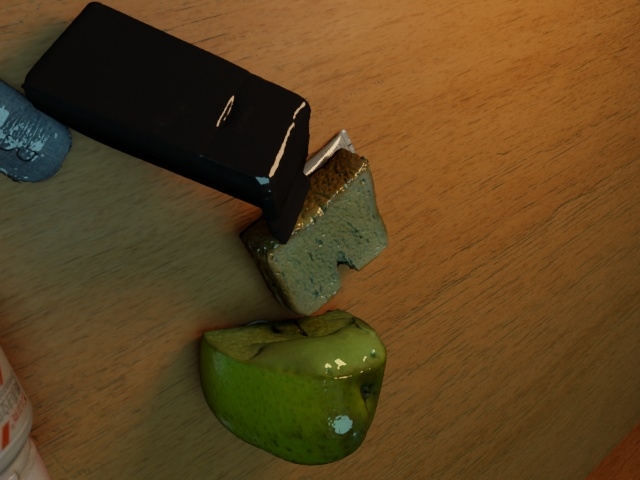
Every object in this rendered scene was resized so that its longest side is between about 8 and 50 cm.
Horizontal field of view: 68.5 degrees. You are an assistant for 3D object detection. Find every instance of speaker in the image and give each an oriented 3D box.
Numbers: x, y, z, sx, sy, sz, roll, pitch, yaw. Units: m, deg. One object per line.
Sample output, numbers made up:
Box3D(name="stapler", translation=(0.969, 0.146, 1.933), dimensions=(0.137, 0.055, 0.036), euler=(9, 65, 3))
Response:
Box3D(name="speaker", translation=(-0.189, -0.154, 0.695), dimensions=(0.387, 0.184, 0.180), euler=(24, 64, -5))

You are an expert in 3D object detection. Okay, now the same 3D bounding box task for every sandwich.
Box3D(name="sandwich", translation=(0.001, 0.001, 0.913), dimensions=(0.273, 0.095, 0.249), euler=(-42, 138, -16))

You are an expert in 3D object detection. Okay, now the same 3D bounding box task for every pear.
Box3D(name="pear", translation=(-0.020, 0.275, 0.858), dimensions=(0.342, 0.318, 0.239), euler=(-4, 101, -31))

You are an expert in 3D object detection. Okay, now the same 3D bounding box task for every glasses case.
Box3D(name="glasses case", translation=(-0.468, -0.181, 0.605), dimensions=(0.282, 0.067, 0.109), euler=(38, 81, -35))

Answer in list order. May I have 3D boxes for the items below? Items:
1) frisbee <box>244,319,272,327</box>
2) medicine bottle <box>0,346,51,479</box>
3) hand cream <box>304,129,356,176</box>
Box3D(name="frisbee", translation=(-0.131, 0.214, 0.962), dimensions=(0.110, 0.014, 0.110), euler=(-10, 109, -31))
Box3D(name="medicine bottle", translation=(-0.506, 0.270, 0.606), dimensions=(0.241, 0.241, 0.302), euler=(-22, 114, -25))
Box3D(name="hand cream", translation=(-0.008, -0.140, 0.924), dimensions=(0.194, 0.042, 0.067), euler=(-40, 113, -21))
